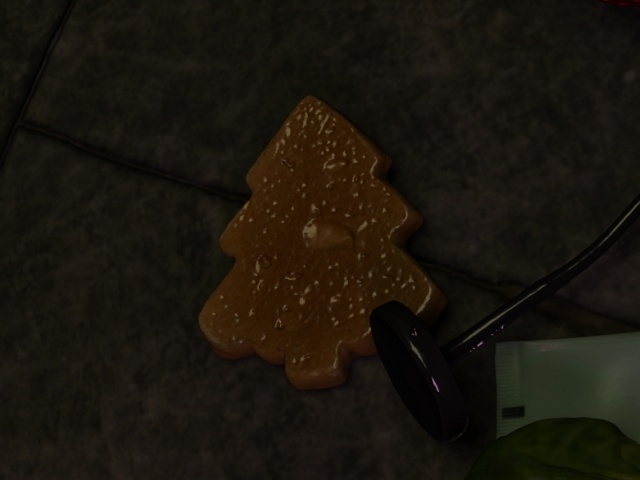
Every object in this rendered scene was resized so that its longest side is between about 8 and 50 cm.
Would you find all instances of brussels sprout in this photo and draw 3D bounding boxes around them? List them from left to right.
[{"bbox_3d":[0.177,0.210,1.265,0.181,0.143,0.161,15,57,36],"label":"brussels sprout"}]

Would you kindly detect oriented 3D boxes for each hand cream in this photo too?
[{"bbox_3d":[0.267,0.106,1.306,0.321,0.067,0.109,-9,69,28],"label":"hand cream"}]

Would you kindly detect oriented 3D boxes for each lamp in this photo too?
[{"bbox_3d":[0.191,-0.005,1.338,0.371,0.108,0.130,-38,63,6],"label":"lamp"}]

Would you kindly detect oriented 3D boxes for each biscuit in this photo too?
[{"bbox_3d":[0.000,0.000,1.473,0.212,0.041,0.238,-8,72,28],"label":"biscuit"}]

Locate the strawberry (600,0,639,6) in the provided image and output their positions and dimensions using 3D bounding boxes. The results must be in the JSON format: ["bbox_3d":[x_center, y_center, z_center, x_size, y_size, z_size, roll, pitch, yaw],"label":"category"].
[{"bbox_3d":[0.240,-0.278,1.334,0.205,0.244,0.205,-7,70,21],"label":"strawberry"}]
